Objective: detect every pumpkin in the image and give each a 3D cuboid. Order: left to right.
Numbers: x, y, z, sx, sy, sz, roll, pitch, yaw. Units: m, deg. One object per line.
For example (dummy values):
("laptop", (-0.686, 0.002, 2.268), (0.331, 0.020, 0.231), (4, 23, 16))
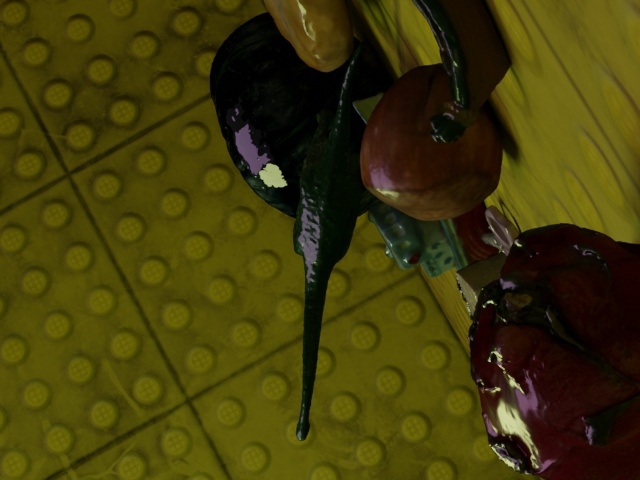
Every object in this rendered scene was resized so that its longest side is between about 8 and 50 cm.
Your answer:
("pumpkin", (-0.008, -0.186, 2.066), (0.315, 0.238, 0.315), (41, -154, -26))

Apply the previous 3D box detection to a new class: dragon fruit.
("dragon fruit", (0.179, 0.065, 1.019), (0.200, 0.198, 0.269), (49, -163, -19))

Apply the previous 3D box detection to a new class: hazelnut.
("hazelnut", (0.104, -0.094, 1.420), (0.150, 0.150, 0.150), (61, 179, 1))

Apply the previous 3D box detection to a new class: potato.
("potato", (0.225, 0.081, 1.816), (0.061, 0.086, 0.122), (-115, 3, -62))

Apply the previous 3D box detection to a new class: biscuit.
("biscuit", (-0.062, -0.411, 1.767), (0.429, 0.104, 0.446), (-119, 3, -67))

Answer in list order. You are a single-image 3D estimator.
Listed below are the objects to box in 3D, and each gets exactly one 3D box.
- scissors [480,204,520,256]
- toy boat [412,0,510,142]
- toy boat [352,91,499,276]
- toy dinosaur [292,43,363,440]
("scissors", (0.216, 0.002, 1.735), (0.110, 0.021, 0.212), (58, 180, -5))
("toy boat", (0.077, -0.189, 1.176), (0.230, 0.088, 0.089), (60, 180, -13))
("toy boat", (0.111, -0.072, 1.816), (0.145, 0.133, 0.332), (62, 180, 40))
("toy dinosaur", (0.000, 0.000, 1.825), (0.301, 0.087, 0.447), (-78, -4, -48))
